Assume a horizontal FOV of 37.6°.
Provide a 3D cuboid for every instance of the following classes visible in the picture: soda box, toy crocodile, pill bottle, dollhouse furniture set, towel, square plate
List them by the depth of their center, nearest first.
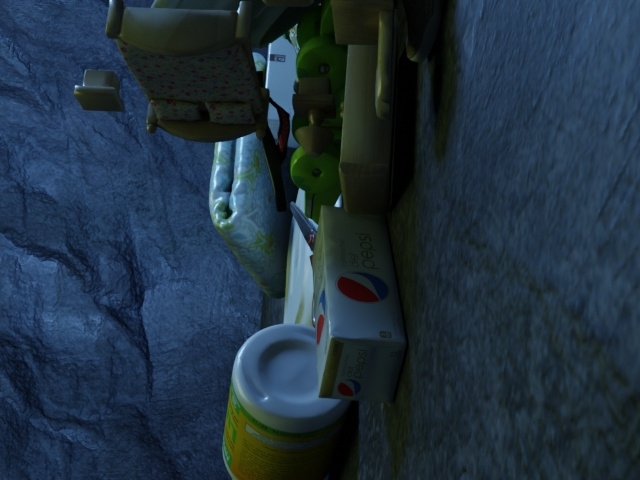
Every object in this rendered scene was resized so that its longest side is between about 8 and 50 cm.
[{"bbox_3d":[0.032,0.054,0.890,0.216,0.069,0.073,-95,12,-56],"label":"soda box"},{"bbox_3d":[-0.106,-0.135,0.907,0.303,0.356,0.173,78,-165,-72],"label":"dollhouse furniture set"},{"bbox_3d":[-0.045,0.222,1.108,0.245,0.136,0.136,102,171,-47],"label":"pill bottle"},{"bbox_3d":[0.019,-0.167,1.140,0.115,0.105,0.340,-91,5,-53],"label":"toy crocodile"},{"bbox_3d":[-0.016,0.032,1.443,0.347,0.049,0.344,105,168,-55],"label":"square plate"},{"bbox_3d":[-0.110,-0.119,1.728,0.320,0.090,0.374,55,-146,-59],"label":"towel"}]

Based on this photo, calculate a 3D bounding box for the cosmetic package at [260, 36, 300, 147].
[{"bbox_3d":[-0.038,-0.279,1.622,0.085,0.117,0.231,104,169,-63],"label":"cosmetic package"}]

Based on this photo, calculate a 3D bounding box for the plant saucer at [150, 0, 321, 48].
[{"bbox_3d":[-0.032,-0.335,1.112,0.400,0.100,0.400,-43,4,4],"label":"plant saucer"}]

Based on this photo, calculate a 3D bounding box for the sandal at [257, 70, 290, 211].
[{"bbox_3d":[-0.053,-0.126,1.182,0.067,0.040,0.179,40,-142,-87],"label":"sandal"}]

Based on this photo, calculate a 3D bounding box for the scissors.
[{"bbox_3d":[0.000,0.000,1.234,0.297,0.021,0.109,-102,29,-51],"label":"scissors"}]

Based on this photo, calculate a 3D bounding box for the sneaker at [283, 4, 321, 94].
[{"bbox_3d":[-0.051,-0.404,1.551,0.158,0.182,0.410,106,167,-58],"label":"sneaker"}]

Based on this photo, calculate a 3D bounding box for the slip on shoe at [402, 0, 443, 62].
[{"bbox_3d":[0.084,-0.214,0.789,0.051,0.041,0.135,-91,9,-46],"label":"slip on shoe"}]
